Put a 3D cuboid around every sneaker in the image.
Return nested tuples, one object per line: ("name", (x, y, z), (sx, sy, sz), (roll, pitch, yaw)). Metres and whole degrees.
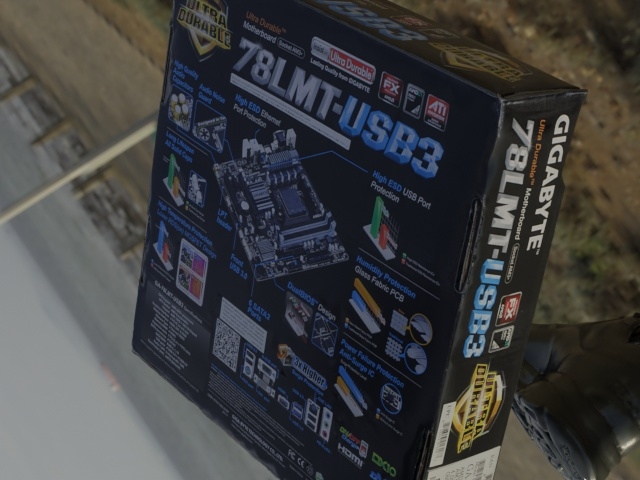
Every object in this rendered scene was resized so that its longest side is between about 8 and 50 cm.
("sneaker", (0.211, 0.111, 1.004), (0.109, 0.130, 0.286), (57, 180, -9))

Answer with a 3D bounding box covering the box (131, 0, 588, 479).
("box", (0.000, 0.000, 0.769), (0.295, 0.073, 0.293), (33, 122, 42))
